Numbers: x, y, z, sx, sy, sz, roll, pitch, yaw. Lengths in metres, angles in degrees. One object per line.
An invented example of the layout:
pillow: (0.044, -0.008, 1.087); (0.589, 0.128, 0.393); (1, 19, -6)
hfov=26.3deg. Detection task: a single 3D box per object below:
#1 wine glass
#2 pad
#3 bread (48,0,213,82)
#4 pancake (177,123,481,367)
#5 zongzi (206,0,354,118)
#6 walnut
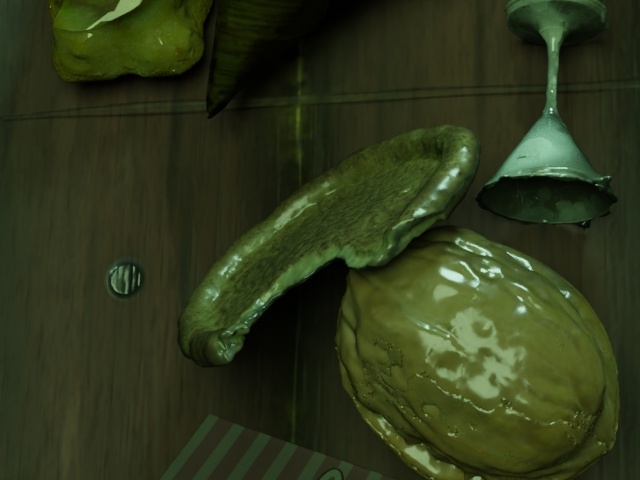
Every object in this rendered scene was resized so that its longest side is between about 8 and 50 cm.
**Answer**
wine glass: (0.197, -0.113, 1.176); (0.122, 0.122, 0.183); (1, 69, 13)
pad: (-0.002, 0.245, 1.101); (0.299, 0.005, 0.202); (17, 38, 17)
bread: (-0.186, -0.264, 1.314); (0.160, 0.088, 0.233); (-8, 72, 14)
pancake: (0.000, 0.000, 1.122); (0.286, 0.288, 0.033); (-47, 109, -32)
zongzi: (0.108, -0.290, 1.213); (0.403, 0.208, 0.432); (11, 91, 9)
walnut: (0.124, 0.097, 1.084); (0.245, 0.198, 0.198); (34, 84, 18)
